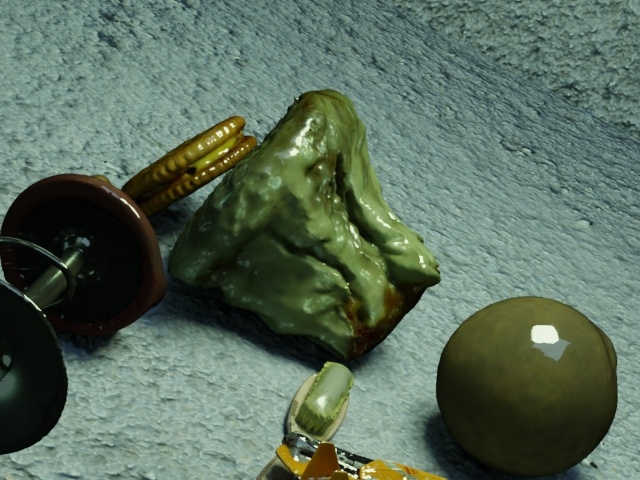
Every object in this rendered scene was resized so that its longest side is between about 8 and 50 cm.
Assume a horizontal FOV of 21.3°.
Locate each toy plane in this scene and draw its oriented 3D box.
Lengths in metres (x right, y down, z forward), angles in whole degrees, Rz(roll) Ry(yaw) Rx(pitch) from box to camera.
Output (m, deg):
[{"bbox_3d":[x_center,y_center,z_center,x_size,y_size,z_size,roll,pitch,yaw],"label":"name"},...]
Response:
[{"bbox_3d":[0.107,0.322,2.065,0.316,0.103,0.204,16,28,-32],"label":"toy plane"}]

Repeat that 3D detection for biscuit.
[{"bbox_3d":[-0.193,-0.108,2.494,0.066,0.220,0.220,58,26,-7],"label":"biscuit"}]

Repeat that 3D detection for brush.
[{"bbox_3d":[-0.016,0.235,2.153,0.072,0.067,0.313,28,28,4],"label":"brush"}]

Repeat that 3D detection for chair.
[{"bbox_3d":[-0.330,0.065,2.014,0.226,0.227,0.401,27,25,4],"label":"chair"}]

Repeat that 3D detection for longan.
[{"bbox_3d":[0.283,0.194,2.280,0.258,0.258,0.258,20,26,-10],"label":"longan"}]

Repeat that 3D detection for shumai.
[{"bbox_3d":[0.000,0.000,2.367,0.323,0.324,0.397,45,22,-2],"label":"shumai"}]

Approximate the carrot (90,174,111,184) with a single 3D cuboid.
[{"bbox_3d":[-0.343,-0.046,2.414,0.047,0.047,0.191,27,26,3],"label":"carrot"}]
